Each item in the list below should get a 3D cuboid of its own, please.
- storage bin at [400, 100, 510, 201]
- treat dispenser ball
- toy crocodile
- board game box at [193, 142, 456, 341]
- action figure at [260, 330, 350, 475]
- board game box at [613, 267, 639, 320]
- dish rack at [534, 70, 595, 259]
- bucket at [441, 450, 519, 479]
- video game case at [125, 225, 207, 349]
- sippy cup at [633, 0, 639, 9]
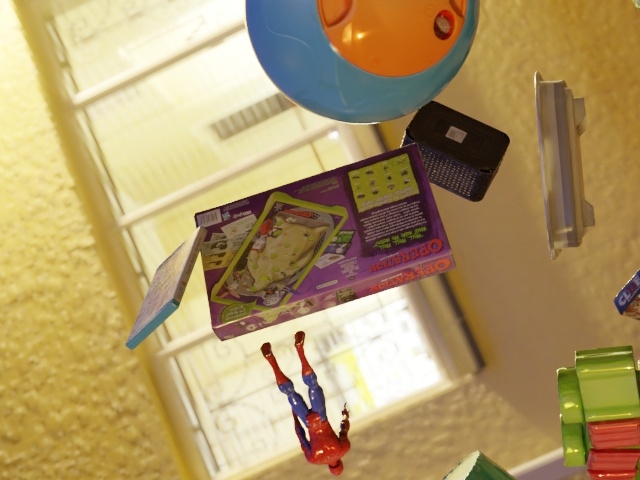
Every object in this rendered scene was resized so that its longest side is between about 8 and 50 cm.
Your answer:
[{"bbox_3d":[0.246,-0.168,2.179,0.122,0.180,0.084,-57,-11,-39],"label":"storage bin"},{"bbox_3d":[0.050,-0.286,1.425,0.288,0.288,0.288,-25,-90,-84],"label":"treat dispenser ball"},{"bbox_3d":[0.333,0.216,1.338,0.340,0.115,0.105,69,-161,-56],"label":"toy crocodile"},{"bbox_3d":[0.000,0.000,1.661,0.056,0.346,0.208,66,-171,-49],"label":"board game box"},{"bbox_3d":[-0.016,0.267,1.976,0.139,0.091,0.280,-96,-13,-66],"label":"action figure"},{"bbox_3d":[0.683,0.096,2.158,0.243,0.165,0.042,18,-148,-27],"label":"board game box"},{"bbox_3d":[0.394,-0.118,1.867,0.333,0.072,0.286,-6,-90,-77],"label":"dish rack"},{"bbox_3d":[0.183,0.407,1.431,0.183,0.281,0.281,41,-176,6],"label":"bucket"},{"bbox_3d":[-0.214,0.065,1.635,0.015,0.119,0.166,36,-143,-18],"label":"video game case"},{"bbox_3d":[0.434,-0.441,1.525,0.224,0.305,0.240,28,-121,-26],"label":"sippy cup"}]
